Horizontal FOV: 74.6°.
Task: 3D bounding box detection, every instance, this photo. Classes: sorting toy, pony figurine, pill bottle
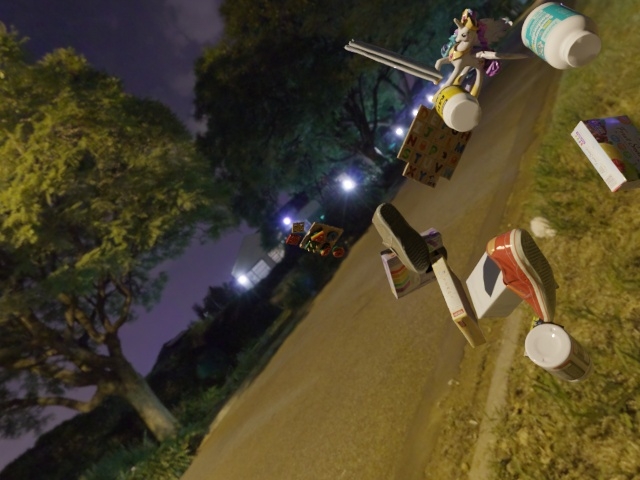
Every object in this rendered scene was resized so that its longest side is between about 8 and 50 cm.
[{"bbox_3d":[0.000,0.000,1.650,0.132,0.274,0.046,-56,35,32],"label":"sorting toy"},{"bbox_3d":[0.641,-0.753,1.726,0.350,0.303,0.364,-7,-38,-17],"label":"pony figurine"},{"bbox_3d":[0.908,0.433,1.586,0.161,0.283,0.161,-30,43,33],"label":"pill bottle"},{"bbox_3d":[0.461,-0.443,1.407,0.119,0.119,0.209,-46,19,25],"label":"pill bottle"},{"bbox_3d":[0.725,-0.609,1.260,0.146,0.146,0.264,-46,28,30],"label":"pill bottle"}]

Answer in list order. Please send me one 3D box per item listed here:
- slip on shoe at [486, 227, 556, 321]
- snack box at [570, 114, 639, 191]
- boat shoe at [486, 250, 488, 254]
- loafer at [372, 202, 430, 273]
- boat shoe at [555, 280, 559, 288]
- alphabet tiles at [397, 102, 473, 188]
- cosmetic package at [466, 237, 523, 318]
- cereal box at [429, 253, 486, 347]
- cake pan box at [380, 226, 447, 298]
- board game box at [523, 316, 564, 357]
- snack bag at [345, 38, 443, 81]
[{"bbox_3d":[0.534,0.096,1.094,0.101,0.331,0.123,-12,42,44],"label":"slip on shoe"},{"bbox_3d":[0.529,-0.156,0.741,0.100,0.141,0.037,-9,-29,-12],"label":"snack box"},{"bbox_3d":[0.701,0.055,1.634,0.049,0.152,0.056,23,99,52],"label":"boat shoe"},{"bbox_3d":[0.251,-0.005,1.320,0.094,0.251,0.087,-35,2,-24],"label":"loafer"},{"bbox_3d":[0.999,0.203,1.905,0.056,0.048,0.153,-53,16,-28],"label":"boat shoe"},{"bbox_3d":[0.484,-0.404,1.759,0.343,0.285,0.011,-67,23,11],"label":"alphabet tiles"},{"bbox_3d":[0.811,0.175,1.883,0.385,0.156,0.217,97,169,-57],"label":"cosmetic package"},{"bbox_3d":[0.408,0.176,1.255,0.047,0.173,0.240,-28,38,19],"label":"cereal box"},{"bbox_3d":[0.404,0.097,1.776,0.266,0.246,0.070,-24,40,-5],"label":"cake pan box"},{"bbox_3d":[0.922,0.414,1.732,0.048,0.141,0.170,8,80,67],"label":"board game box"},{"bbox_3d":[0.255,-0.624,1.450,0.343,0.322,0.037,-69,-2,-62],"label":"snack bag"}]
